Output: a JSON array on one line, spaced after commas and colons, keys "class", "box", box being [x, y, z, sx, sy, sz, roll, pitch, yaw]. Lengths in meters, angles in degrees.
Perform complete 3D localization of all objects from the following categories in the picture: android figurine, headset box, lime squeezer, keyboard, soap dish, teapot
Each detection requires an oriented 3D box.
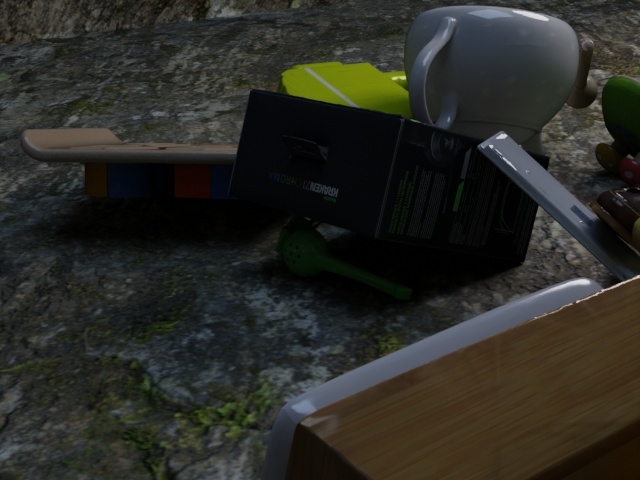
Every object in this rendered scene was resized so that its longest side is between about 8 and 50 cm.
[{"class": "android figurine", "box": [0.049, -0.188, 1.736, 0.273, 0.056, 0.248, -15, 42, -38]}, {"class": "headset box", "box": [0.070, -0.074, 1.390, 0.283, 0.131, 0.246, 8, 6, -44]}, {"class": "lime squeezer", "box": [0.000, 0.000, 1.429, 0.110, 0.059, 0.310, -9, 19, -15]}, {"class": "keyboard", "box": [0.271, -0.022, 1.290, 0.256, 0.014, 0.072, 44, 27, 9]}, {"class": "soap dish", "box": [0.097, 0.160, 0.724, 0.291, 0.229, 0.118, -17, 41, -37]}, {"class": "teapot", "box": [0.223, -0.203, 1.650, 0.256, 0.187, 0.252, 7, -2, -8]}]

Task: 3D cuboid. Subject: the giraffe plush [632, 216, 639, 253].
[{"class": "giraffe plush", "box": [0.411, 0.006, 1.229, 0.181, 0.210, 0.170, 8, -7, 20]}]

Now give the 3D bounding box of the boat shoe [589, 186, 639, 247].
[{"class": "boat shoe", "box": [0.349, -0.028, 1.312, 0.073, 0.073, 0.207, 50, 16, 23]}]

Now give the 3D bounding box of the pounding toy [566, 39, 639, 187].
[{"class": "pounding toy", "box": [0.418, -0.145, 1.695, 0.237, 0.110, 0.183, 40, -2, 11]}]

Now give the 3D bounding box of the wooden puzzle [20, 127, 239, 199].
[{"class": "wooden puzzle", "box": [-0.179, -0.096, 1.633, 0.348, 0.080, 0.322, 6, 7, 10]}]
